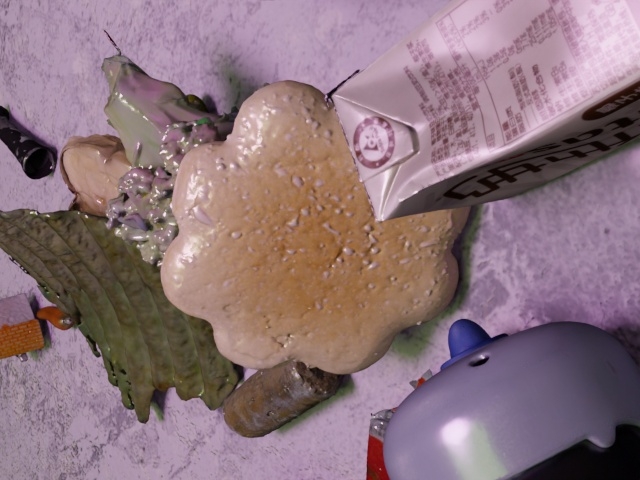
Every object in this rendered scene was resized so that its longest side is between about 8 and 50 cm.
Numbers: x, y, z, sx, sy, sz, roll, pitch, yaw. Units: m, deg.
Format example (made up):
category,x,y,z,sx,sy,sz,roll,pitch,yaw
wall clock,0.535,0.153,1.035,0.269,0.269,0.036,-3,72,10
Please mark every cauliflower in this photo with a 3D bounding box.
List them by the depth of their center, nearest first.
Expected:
category,x,y,z,sx,sy,sz,roll,pitch,yaw
cauliflower,-0.153,-0.101,0.975,0.315,0.239,0.256,46,127,-6

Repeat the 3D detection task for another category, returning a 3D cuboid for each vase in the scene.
category,x,y,z,sx,sy,sz,roll,pitch,yaw
vase,-0.501,-0.164,1.449,0.167,0.059,0.059,37,123,34

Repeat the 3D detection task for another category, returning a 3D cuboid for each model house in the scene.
category,x,y,z,sx,sy,sz,roll,pitch,yaw
model house,-0.538,0.162,1.525,0.100,0.087,0.101,64,148,16

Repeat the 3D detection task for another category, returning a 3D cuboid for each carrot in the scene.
category,x,y,z,sx,sy,sz,roll,pitch,yaw
carrot,-0.446,0.127,1.478,0.142,0.035,0.035,6,103,51

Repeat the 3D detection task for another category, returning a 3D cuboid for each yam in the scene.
category,x,y,z,sx,sy,sz,roll,pitch,yaw
yam,-0.047,0.182,1.063,0.179,0.078,0.078,-42,69,41

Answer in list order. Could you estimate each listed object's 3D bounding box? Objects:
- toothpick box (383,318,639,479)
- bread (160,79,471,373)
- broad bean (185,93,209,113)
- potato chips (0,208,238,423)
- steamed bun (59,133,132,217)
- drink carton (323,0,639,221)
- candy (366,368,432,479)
category,x,y,z,sx,sy,sz,roll,pitch,yaw
toothpick box,0.197,0.226,0.733,0.263,0.263,0.355,-41,69,42
bread,0.000,0.000,0.852,0.054,0.315,0.316,-107,24,-68
broad bean,-0.151,-0.061,1.130,0.052,0.052,0.256,-7,96,32
potato chips,-0.306,0.086,1.207,0.373,0.097,0.389,-12,122,48
steamed bun,-0.250,-0.064,1.192,0.192,0.106,0.178,8,121,34
drink carton,0.188,-0.135,0.677,0.324,0.194,0.132,-29,76,45
candy,0.088,0.270,0.959,0.086,0.059,0.292,21,114,39
